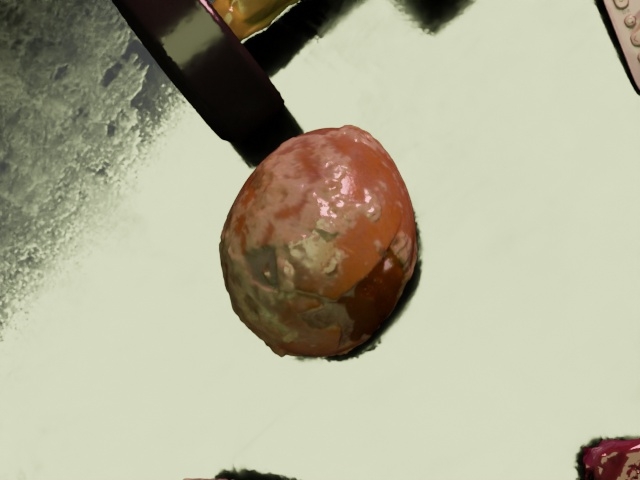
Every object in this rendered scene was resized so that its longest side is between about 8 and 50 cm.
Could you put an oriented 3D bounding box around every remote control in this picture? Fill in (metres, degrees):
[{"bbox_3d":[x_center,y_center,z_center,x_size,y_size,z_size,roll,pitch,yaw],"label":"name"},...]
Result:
[{"bbox_3d":[0.316,-0.261,1.759,0.073,0.044,0.229,-22,91,6],"label":"remote control"}]

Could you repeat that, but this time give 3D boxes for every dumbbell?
[{"bbox_3d":[-0.026,-0.266,1.709,0.322,0.204,0.204,-39,83,1],"label":"dumbbell"}]

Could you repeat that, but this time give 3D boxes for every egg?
[{"bbox_3d":[0.000,0.000,1.691,0.195,0.195,0.233,23,74,7],"label":"egg"}]

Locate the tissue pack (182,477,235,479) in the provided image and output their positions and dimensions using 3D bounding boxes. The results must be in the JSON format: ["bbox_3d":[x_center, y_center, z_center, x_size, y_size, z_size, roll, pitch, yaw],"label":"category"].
[{"bbox_3d":[-0.004,0.426,1.651,0.390,0.195,0.375,15,93,6],"label":"tissue pack"}]

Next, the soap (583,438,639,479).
[{"bbox_3d":[0.376,0.280,1.671,0.289,0.112,0.182,32,86,9],"label":"soap"}]
